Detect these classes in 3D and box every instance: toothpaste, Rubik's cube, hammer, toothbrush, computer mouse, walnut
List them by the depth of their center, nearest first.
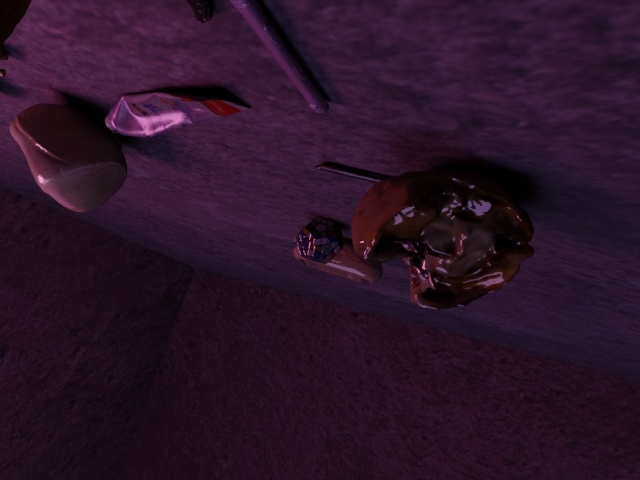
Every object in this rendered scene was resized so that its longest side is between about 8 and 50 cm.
[{"bbox_3d":[-0.069,-0.206,0.474,0.024,0.029,0.354,27,175,29],"label":"toothbrush"},{"bbox_3d":[0.165,-0.020,0.712,0.204,0.141,0.238,-30,135,23],"label":"walnut"},{"bbox_3d":[-0.233,-0.188,0.783,0.301,0.048,0.075,5,158,41],"label":"toothpaste"},{"bbox_3d":[0.074,-0.097,0.804,0.178,0.021,0.065,17,169,17],"label":"hammer"},{"bbox_3d":[0.000,0.000,1.180,0.111,0.111,0.093,16,144,8],"label":"Rubik's cube"},{"bbox_3d":[0.045,0.042,1.334,0.237,0.081,0.145,18,169,11],"label":"computer mouse"}]

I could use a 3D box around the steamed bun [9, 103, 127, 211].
[{"bbox_3d":[-0.446,-0.159,0.984,0.170,0.153,0.238,57,168,5],"label":"steamed bun"}]

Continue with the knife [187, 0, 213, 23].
[{"bbox_3d":[-0.161,-0.250,0.432,0.046,0.021,0.222,13,169,37],"label":"knife"}]

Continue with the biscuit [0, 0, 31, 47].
[{"bbox_3d":[-0.348,-0.183,0.386,0.063,0.314,0.367,42,-167,-11],"label":"biscuit"}]

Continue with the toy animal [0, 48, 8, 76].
[{"bbox_3d":[-0.514,-0.273,0.785,0.083,0.060,0.081,20,-152,-13],"label":"toy animal"}]
